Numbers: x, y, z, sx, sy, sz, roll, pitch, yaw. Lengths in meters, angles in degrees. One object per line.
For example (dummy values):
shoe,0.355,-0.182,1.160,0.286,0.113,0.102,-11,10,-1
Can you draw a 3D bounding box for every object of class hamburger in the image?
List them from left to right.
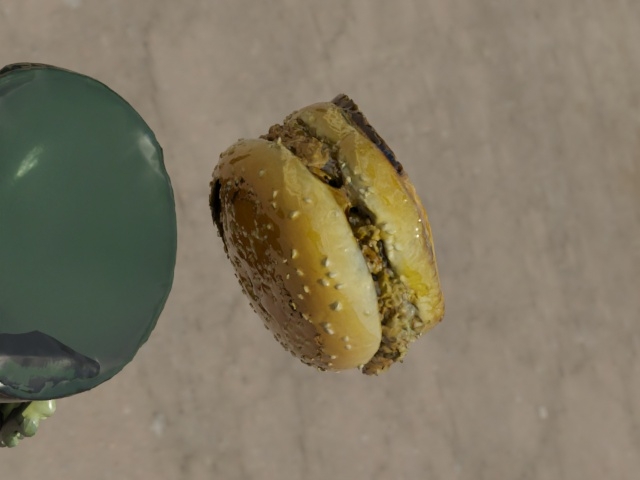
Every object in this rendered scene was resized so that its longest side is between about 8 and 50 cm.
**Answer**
hamburger,0.004,0.008,1.163,0.191,0.118,0.182,67,-12,-20

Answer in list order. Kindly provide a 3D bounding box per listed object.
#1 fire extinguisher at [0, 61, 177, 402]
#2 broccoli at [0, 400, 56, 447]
fire extinguisher,-0.186,0.011,0.570,0.114,0.311,0.095,-39,113,-39
broccoli,-0.351,0.043,1.362,0.324,0.272,0.334,60,-11,30
